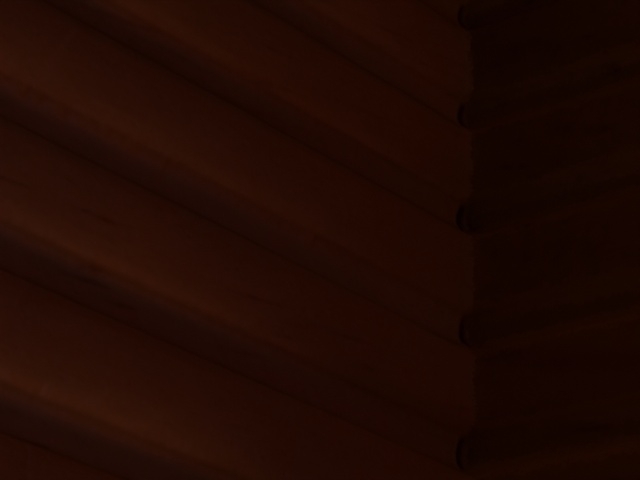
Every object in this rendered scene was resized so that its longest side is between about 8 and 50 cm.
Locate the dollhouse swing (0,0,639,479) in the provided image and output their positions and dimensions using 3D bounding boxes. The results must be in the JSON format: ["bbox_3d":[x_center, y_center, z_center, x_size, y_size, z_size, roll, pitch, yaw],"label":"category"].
[{"bbox_3d":[0.023,-0.046,0.359,0.315,0.347,0.305,-15,144,28],"label":"dollhouse swing"}]
